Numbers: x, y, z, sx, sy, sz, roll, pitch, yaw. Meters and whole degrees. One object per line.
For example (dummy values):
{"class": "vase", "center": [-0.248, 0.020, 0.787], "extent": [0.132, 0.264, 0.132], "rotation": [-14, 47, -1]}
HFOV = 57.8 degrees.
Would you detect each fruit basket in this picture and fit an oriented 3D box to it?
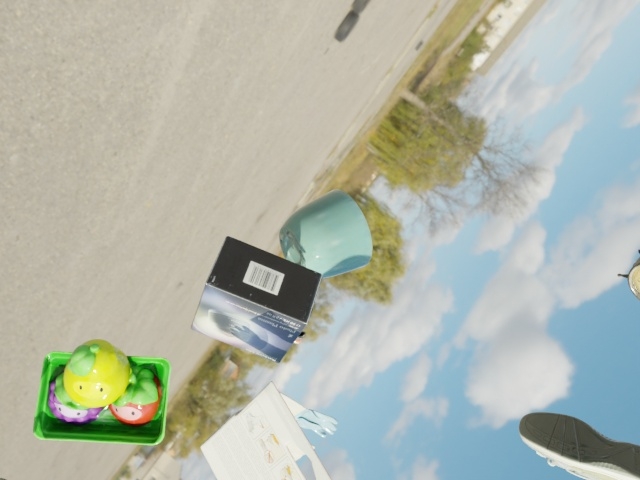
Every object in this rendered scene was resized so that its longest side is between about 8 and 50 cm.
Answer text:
{"class": "fruit basket", "center": [-0.616, 0.426, 1.639], "extent": [0.392, 0.391, 0.283], "rotation": [132, -37, -74]}

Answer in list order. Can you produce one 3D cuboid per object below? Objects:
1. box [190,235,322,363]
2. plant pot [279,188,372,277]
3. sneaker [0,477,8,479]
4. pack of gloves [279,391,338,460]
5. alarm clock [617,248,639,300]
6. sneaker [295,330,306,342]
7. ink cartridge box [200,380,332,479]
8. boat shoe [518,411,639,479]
{"class": "box", "center": [-0.191, 0.182, 1.677], "extent": [0.294, 0.296, 0.183], "rotation": [120, -10, -52]}
{"class": "plant pot", "center": [0.000, 0.000, 2.004], "extent": [0.235, 0.293, 0.293], "rotation": [-24, 168, -25]}
{"class": "sneaker", "center": [-0.825, 0.682, 1.443], "extent": [0.283, 0.122, 0.110], "rotation": [-48, -154, 35]}
{"class": "pack of gloves", "center": [-0.084, 0.457, 1.458], "extent": [0.195, 0.232, 0.046], "rotation": [-41, -147, 22]}
{"class": "alarm clock", "center": [0.691, 0.088, 1.124], "extent": [0.064, 0.192, 0.129], "rotation": [-37, 154, -27]}
{"class": "sneaker", "center": [-0.121, 0.320, 2.136], "extent": [0.065, 0.157, 0.061], "rotation": [-45, -153, 39]}
{"class": "ink cartridge box", "center": [-0.061, 0.397, 0.957], "extent": [0.239, 0.275, 0.060], "rotation": [-47, 157, 29]}
{"class": "boat shoe", "center": [0.590, 0.475, 1.260], "extent": [0.118, 0.320, 0.103], "rotation": [-54, 152, -48]}
